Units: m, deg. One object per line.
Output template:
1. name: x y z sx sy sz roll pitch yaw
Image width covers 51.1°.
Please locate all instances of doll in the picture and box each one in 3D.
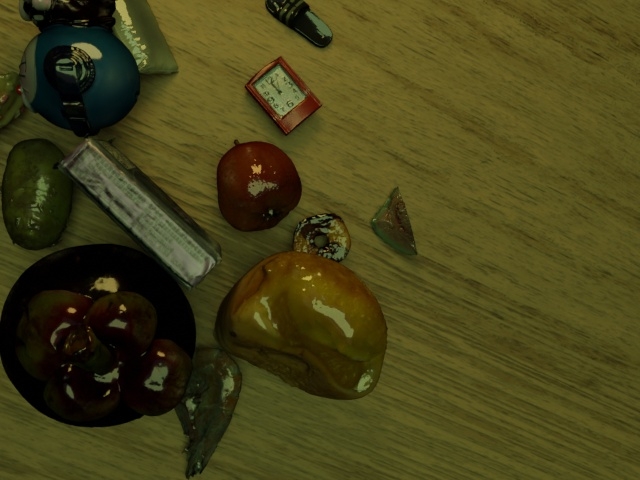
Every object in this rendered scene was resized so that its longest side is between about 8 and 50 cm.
1. doll: -0.486 -0.363 1.336 0.240 0.284 0.310 -3 95 -10

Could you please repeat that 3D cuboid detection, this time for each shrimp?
1. shrimp: -0.281 0.392 1.525 0.164 0.062 0.317 20 98 17

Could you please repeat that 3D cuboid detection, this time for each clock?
1. clock: -0.089 -0.334 1.554 0.113 0.061 0.155 -41 94 -7

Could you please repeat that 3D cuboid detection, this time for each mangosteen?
1. mangosteen: -0.419 0.186 1.313 0.381 0.435 0.382 2 85 -31

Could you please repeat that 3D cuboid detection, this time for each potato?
1. potato: -0.607 -0.102 1.437 0.149 0.113 0.252 -4 79 3

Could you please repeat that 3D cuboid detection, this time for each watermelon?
1. watermelon: 0.184 -0.031 1.605 0.101 0.080 0.155 -29 111 0

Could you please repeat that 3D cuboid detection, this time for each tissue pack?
1. tissue pack: -0.364 -0.057 1.407 0.122 0.259 0.361 -45 99 -3

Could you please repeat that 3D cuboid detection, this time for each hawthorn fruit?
1. hawthorn fruit: -0.149 -0.140 1.499 0.196 0.196 0.226 -22 70 -9

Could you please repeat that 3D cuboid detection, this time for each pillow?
1. pillow: -0.408 -0.482 1.469 0.144 0.078 0.254 -29 96 -50

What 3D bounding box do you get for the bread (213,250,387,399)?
1. bread: -0.020 0.167 1.423 0.361 0.394 0.250 29 70 -6

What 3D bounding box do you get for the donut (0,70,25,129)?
1. donut: -0.816 -0.361 1.375 0.307 0.150 0.371 -36 97 -8

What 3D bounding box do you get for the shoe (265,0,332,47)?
1. shoe: -0.045 -0.524 1.562 0.179 0.049 0.071 37 84 -9

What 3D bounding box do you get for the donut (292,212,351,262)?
1. donut: 0.000 0.000 1.573 0.140 0.059 0.141 0 91 -11
